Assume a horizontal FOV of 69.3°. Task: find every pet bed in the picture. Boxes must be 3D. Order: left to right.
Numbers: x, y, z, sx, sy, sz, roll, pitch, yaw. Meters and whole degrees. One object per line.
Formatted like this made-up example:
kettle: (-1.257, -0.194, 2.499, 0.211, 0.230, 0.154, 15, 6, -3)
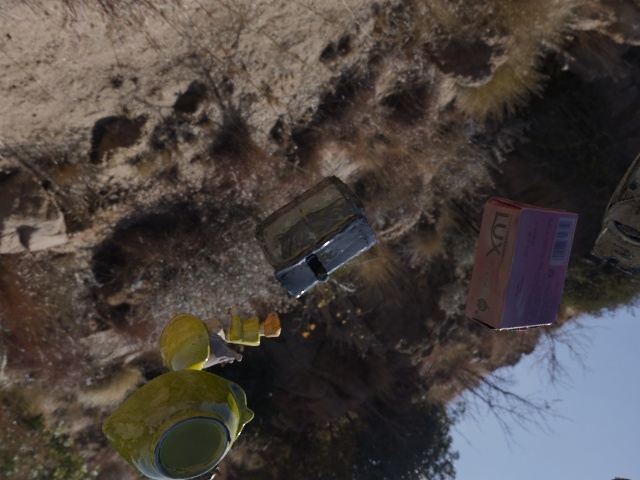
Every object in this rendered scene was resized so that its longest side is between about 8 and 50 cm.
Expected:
pet bed: (0.000, 0.000, 0.909, 0.211, 0.159, 0.183, -32, 166, 0)

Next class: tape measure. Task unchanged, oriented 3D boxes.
tape measure: (0.254, -0.002, 0.258, 0.104, 0.180, 0.107, 11, 114, -37)

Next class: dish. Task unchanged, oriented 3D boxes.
dish: (-0.172, 0.255, 0.612, 0.080, 0.208, 0.148, 21, -76, 59)

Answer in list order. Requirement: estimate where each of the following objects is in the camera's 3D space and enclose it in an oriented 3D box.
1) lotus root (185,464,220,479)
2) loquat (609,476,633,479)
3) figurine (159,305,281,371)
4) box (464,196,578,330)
lotus root: (-0.348, 0.600, 1.280, 0.154, 0.154, 0.278, -42, -171, -24)
loquat: (0.741, 0.656, 1.117, 0.163, 0.137, 0.163, -176, -90, -83)
figurine: (-0.295, 0.284, 1.366, 0.344, 0.187, 0.215, -10, 160, -17)
box: (0.242, 0.031, 0.562, 0.111, 0.156, 0.060, 2, -170, -31)
